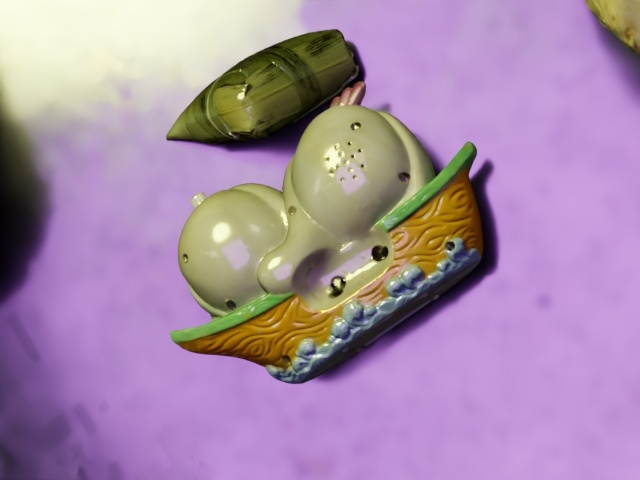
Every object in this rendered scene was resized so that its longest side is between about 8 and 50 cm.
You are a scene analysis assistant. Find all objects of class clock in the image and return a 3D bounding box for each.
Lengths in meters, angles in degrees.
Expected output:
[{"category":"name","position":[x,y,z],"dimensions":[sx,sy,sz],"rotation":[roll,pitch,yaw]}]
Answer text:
[{"category":"clock","position":[0.000,0.000,1.239],"dimensions":[0.231,0.103,0.144],"rotation":[-35,79,5]}]

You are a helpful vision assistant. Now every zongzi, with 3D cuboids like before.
[{"category":"zongzi","position":[-0.040,-0.098,1.292],"dimensions":[0.104,0.113,0.052],"rotation":[-30,98,-31]}]

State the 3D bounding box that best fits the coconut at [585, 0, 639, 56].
[{"category":"coconut","position":[0.253,-0.210,1.139],"dimensions":[0.259,0.259,0.259],"rotation":[-1,86,11]}]
